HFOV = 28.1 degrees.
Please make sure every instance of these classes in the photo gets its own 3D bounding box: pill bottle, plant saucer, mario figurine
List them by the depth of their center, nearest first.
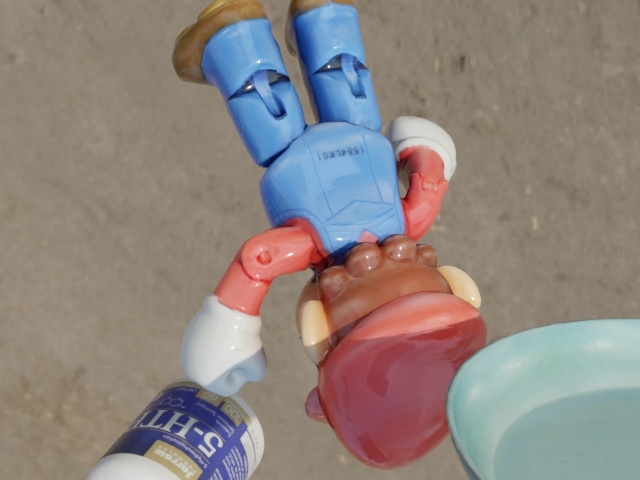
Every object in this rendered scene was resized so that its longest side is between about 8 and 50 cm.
[{"bbox_3d":[0.214,0.117,0.606,0.317,0.317,0.043,8,109,1],"label":"plant saucer"},{"bbox_3d":[0.000,0.000,0.859,0.198,0.320,0.170,-22,165,14],"label":"mario figurine"},{"bbox_3d":[-0.134,0.209,1.079,0.112,0.186,0.112,12,122,19],"label":"pill bottle"}]
